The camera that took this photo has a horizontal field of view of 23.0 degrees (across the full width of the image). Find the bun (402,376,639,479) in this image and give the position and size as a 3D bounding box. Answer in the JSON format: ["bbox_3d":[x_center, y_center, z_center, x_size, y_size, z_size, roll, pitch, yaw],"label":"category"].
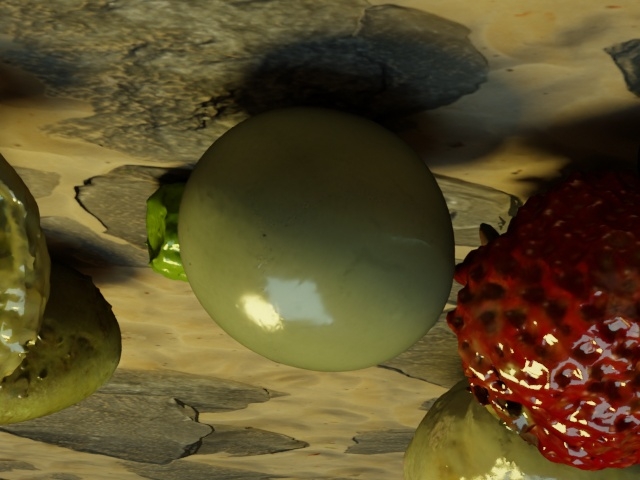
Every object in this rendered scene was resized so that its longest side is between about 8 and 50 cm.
[{"bbox_3d":[0.283,0.257,1.953,0.365,0.219,0.365,1,159,0],"label":"bun"}]

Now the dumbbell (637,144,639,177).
[{"bbox_3d":[0.298,-0.094,1.189,0.100,0.100,0.191,1,158,6],"label":"dumbbell"}]

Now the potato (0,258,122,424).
[{"bbox_3d":[-0.356,0.094,1.664,0.307,0.210,0.173,7,118,-30],"label":"potato"}]

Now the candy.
[{"bbox_3d":[-0.064,-0.002,1.505,0.209,0.096,0.097,6,159,-14],"label":"candy"}]

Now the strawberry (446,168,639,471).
[{"bbox_3d":[0.294,0.062,1.364,0.351,0.267,0.312,-10,176,16],"label":"strawberry"}]

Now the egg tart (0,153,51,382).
[{"bbox_3d":[-0.415,0.021,1.282,0.388,0.388,0.169,-1,-159,10],"label":"egg tart"}]

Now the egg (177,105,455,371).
[{"bbox_3d":[0.000,0.000,1.320,0.219,0.219,0.269,-9,162,30],"label":"egg"}]
